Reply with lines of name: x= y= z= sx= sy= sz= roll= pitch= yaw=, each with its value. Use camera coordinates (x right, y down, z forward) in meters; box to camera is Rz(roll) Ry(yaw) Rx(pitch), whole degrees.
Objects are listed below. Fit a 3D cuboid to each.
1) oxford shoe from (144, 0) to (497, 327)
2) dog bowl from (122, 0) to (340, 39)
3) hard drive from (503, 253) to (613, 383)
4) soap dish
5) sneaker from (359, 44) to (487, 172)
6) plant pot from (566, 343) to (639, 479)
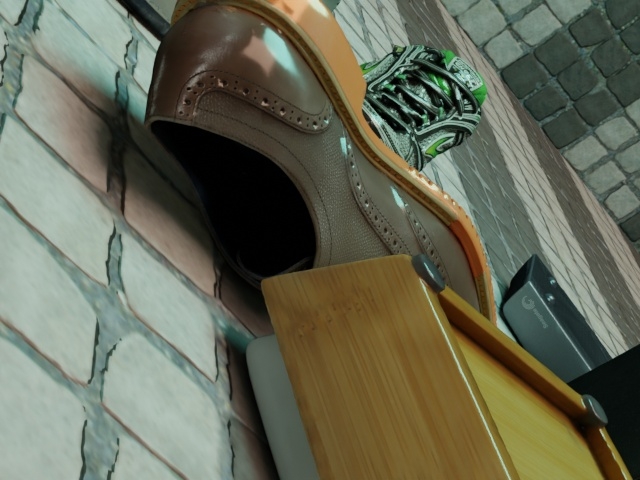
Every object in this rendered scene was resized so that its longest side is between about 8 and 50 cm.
oxford shoe: x=0.000 y=0.000 z=0.837 sx=0.364 sy=0.130 sz=0.133 roll=51 pitch=47 yaw=-36
dog bowl: x=-0.111 y=-0.325 z=1.058 sx=0.408 sy=0.150 sz=0.408 roll=49 pitch=17 yaw=-21
hard drive: x=0.285 y=0.142 z=1.417 sx=0.255 sy=0.054 sz=0.172 roll=54 pitch=15 yaw=-2
soap dish: x=0.098 y=0.150 z=0.741 sx=0.291 sy=0.118 sz=0.229 roll=37 pitch=24 yaw=-44
sneaker: x=0.059 y=-0.116 z=1.125 sx=0.134 sy=0.146 sz=0.343 roll=54 pitch=16 yaw=-2
plant pot: x=0.250 y=0.204 z=0.992 sx=0.187 sy=0.188 sz=0.167 roll=53 pitch=29 yaw=-5
